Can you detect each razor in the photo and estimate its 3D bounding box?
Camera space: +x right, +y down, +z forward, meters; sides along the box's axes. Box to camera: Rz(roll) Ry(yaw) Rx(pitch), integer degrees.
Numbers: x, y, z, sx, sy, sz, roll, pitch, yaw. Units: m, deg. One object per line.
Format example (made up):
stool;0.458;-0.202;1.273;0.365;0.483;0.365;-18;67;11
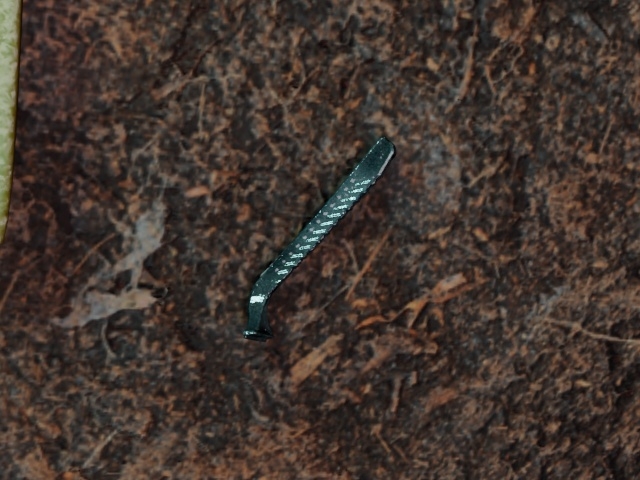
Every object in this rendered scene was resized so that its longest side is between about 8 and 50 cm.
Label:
razor;-0.005;-0.004;1.245;0.190;0.033;0.066;-54;166;4

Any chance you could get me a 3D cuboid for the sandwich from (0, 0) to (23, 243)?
sandwich;-0.249;-0.118;1.057;0.090;0.088;0.244;-7;112;-30
